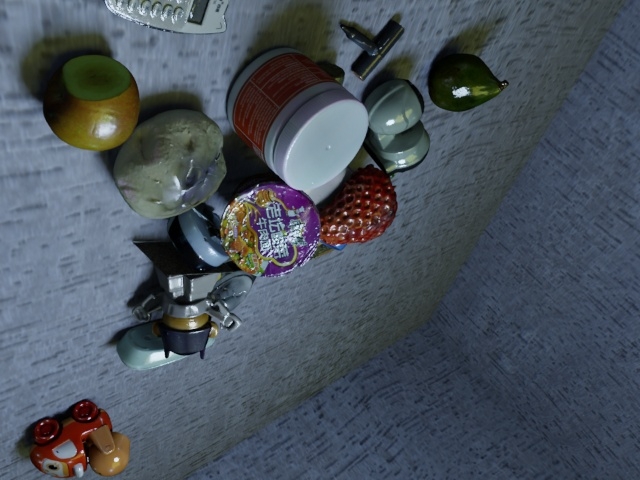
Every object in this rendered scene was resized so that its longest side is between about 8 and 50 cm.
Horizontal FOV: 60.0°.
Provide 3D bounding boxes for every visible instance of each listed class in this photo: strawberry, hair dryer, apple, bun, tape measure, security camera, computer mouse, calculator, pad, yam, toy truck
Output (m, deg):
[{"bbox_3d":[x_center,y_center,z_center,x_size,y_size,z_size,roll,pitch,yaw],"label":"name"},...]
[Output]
[{"bbox_3d":[0.132,-0.090,1.644,0.280,0.150,0.253,-8,124,-56],"label":"strawberry"},{"bbox_3d":[0.122,-0.528,1.428,0.173,0.050,0.195,-50,150,6],"label":"hair dryer"},{"bbox_3d":[-0.406,-0.241,0.986,0.147,0.146,0.163,-1,134,-48],"label":"apple"},{"bbox_3d":[-0.317,-0.151,1.222,0.273,0.168,0.273,-41,159,-20],"label":"bun"},{"bbox_3d":[-0.306,-0.011,1.422,0.107,0.181,0.182,-33,156,8],"label":"tape measure"},{"bbox_3d":[0.224,-0.358,1.672,0.191,0.197,0.277,-29,144,-3],"label":"security camera"},{"bbox_3d":[-0.470,0.318,1.687,0.288,0.159,0.097,-8,121,-42],"label":"computer mouse"},{"bbox_3d":[-0.261,-0.459,0.986,0.268,0.040,0.177,-9,138,-48],"label":"calculator"},{"bbox_3d":[-0.355,0.045,1.460,0.235,0.158,0.003,1,120,-55],"label":"pad"},{"bbox_3d":[0.010,-0.375,1.455,0.078,0.078,0.179,-24,150,-34],"label":"yam"},{"bbox_3d":[-0.738,0.650,1.717,0.264,0.239,0.189,-23,147,-35],"label":"toy truck"}]

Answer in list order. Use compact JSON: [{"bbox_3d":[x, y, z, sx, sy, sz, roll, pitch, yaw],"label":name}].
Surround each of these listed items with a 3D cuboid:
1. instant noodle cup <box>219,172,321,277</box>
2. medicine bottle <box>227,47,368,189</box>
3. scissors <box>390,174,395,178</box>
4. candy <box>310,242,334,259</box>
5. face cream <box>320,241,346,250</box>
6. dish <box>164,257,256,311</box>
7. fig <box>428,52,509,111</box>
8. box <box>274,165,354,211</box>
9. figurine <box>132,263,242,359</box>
[{"bbox_3d":[-0.135,-0.057,1.430,0.251,0.190,0.251,-4,111,-9],"label":"instant noodle cup"},{"bbox_3d":[-0.056,-0.285,1.304,0.252,0.241,0.252,-32,151,-20],"label":"medicine bottle"},{"bbox_3d":[0.253,-0.245,2.040,0.204,0.027,0.101,-39,156,-5],"label":"scissors"},{"bbox_3d":[0.000,0.000,1.968,0.271,0.101,0.143,-25,140,-21],"label":"candy"},{"bbox_3d":[0.089,-0.099,1.867,0.083,0.149,0.264,34,80,-44],"label":"face cream"},{"bbox_3d":[-0.305,0.139,1.707,0.324,0.124,0.324,-34,152,-20],"label":"dish"},{"bbox_3d":[0.462,-0.488,1.745,0.195,0.244,0.195,-34,139,-36],"label":"fig"},{"bbox_3d":[-0.025,-0.134,1.680,0.289,0.141,0.349,-48,154,4],"label":"box"},{"bbox_3d":[-0.376,0.201,1.540,0.308,0.308,0.143,-56,170,23],"label":"figurine"}]
